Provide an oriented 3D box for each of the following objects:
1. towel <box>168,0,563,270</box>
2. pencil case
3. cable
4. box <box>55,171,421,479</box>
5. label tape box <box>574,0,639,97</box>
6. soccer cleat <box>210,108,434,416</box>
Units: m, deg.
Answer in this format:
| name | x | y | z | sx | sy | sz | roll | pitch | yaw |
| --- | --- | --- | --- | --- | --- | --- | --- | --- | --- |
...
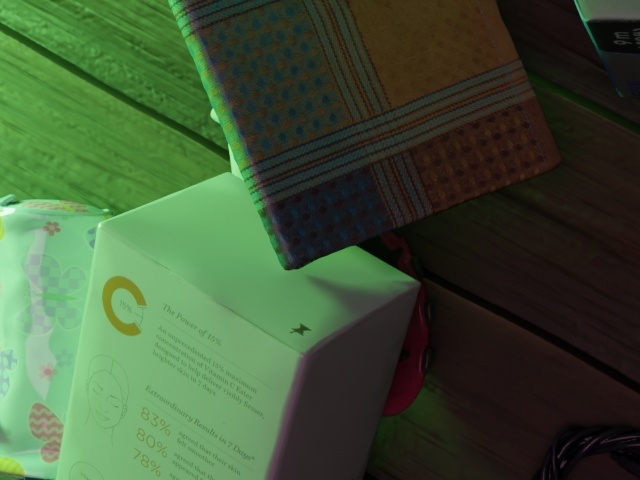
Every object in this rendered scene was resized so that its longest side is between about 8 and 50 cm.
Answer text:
| name | x | y | z | sx | sy | sz | roll | pitch | yaw |
| --- | --- | --- | --- | --- | --- | --- | --- | --- | --- |
| towel | 0.016 | -0.188 | 1.122 | 0.271 | 0.040 | 0.370 | -21 | 86 | -20 |
| pencil case | -0.266 | 0.093 | 1.330 | 0.124 | 0.113 | 0.273 | 5 | 95 | -4 |
| cable | 0.267 | 0.239 | 1.198 | 0.150 | 0.047 | 0.184 | -33 | 83 | 18 |
| box | -0.083 | 0.153 | 1.176 | 0.215 | 0.168 | 0.345 | 30 | 123 | 25 |
| label tape box | 0.276 | -0.182 | 1.054 | 0.333 | 0.240 | 0.106 | 3 | 84 | 19 |
| soccer cleat | 0.000 | 0.000 | 1.250 | 0.143 | 0.116 | 0.331 | -8 | 104 | 52 |
